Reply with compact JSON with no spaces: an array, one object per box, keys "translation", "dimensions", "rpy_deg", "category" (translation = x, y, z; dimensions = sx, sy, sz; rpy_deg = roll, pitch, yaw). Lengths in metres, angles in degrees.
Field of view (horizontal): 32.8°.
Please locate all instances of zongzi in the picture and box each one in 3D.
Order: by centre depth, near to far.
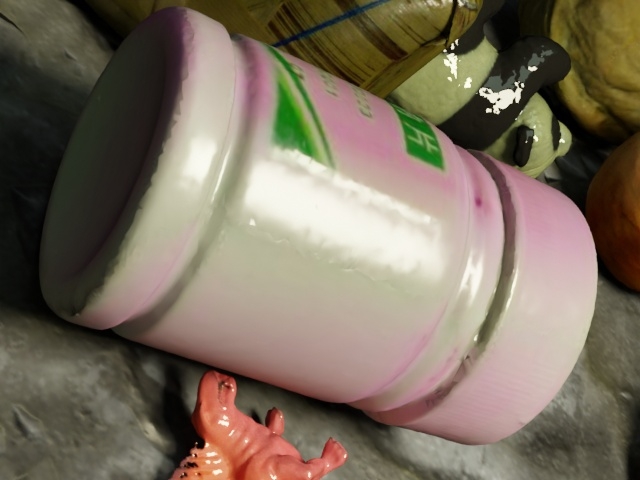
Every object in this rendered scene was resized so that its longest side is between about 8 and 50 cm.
[{"translation":[-0.051,-0.208,0.811],"dimensions":[0.289,0.260,0.123],"rpy_deg":[46,33,-9],"category":"zongzi"}]

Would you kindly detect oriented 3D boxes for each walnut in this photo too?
[{"translation":[0.360,-0.238,1.230],"dimensions":[0.283,0.227,0.283],"rpy_deg":[-7,102,-34],"category":"walnut"}]

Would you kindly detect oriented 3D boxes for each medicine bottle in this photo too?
[{"translation":[0.000,0.000,0.736],"dimensions":[0.325,0.212,0.212],"rpy_deg":[21,50,-27],"category":"medicine bottle"}]

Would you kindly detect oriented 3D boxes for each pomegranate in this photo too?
[{"translation":[0.373,-0.032,1.130],"dimensions":[0.191,0.191,0.191],"rpy_deg":[23,49,-29],"category":"pomegranate"}]

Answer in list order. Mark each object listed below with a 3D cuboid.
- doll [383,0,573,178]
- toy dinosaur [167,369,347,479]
[{"translation":[0.141,-0.149,1.045],"dimensions":[0.234,0.143,0.135],"rpy_deg":[36,67,-19],"category":"doll"},{"translation":[-0.026,0.219,0.689],"dimensions":[0.139,0.070,0.286],"rpy_deg":[-21,81,-38],"category":"toy dinosaur"}]
